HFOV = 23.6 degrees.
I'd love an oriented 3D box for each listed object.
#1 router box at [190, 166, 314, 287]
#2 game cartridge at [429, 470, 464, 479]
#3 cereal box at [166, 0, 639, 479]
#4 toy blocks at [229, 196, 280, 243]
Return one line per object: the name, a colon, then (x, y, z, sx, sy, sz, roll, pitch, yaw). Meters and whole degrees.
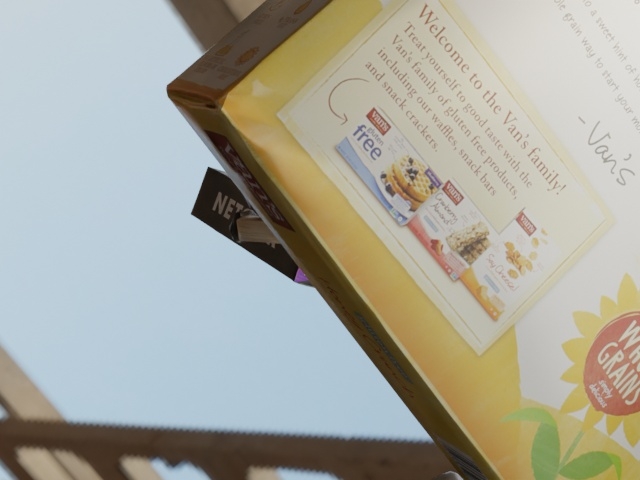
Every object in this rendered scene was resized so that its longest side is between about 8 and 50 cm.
router box: (0.000, 0.000, 1.149, 0.179, 0.133, 0.046, 30, -78, 57)
game cartridge: (-0.054, 0.265, 0.570, 0.355, 0.068, 0.230, -27, -122, 2)
cereal box: (0.100, -0.052, 0.434, 0.240, 0.173, 0.047, -42, -156, -11)
toy blocks: (0.128, -0.141, 0.961, 0.309, 0.260, 0.289, 4, -165, 39)
